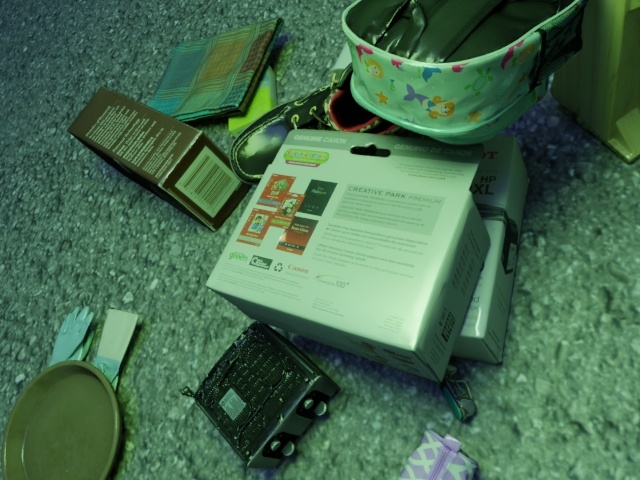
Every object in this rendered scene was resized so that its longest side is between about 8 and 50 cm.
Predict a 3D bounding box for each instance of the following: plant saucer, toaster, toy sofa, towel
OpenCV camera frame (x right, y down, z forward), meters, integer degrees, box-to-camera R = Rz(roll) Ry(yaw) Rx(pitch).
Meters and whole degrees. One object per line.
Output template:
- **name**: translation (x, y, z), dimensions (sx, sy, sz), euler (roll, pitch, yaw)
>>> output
- **plant saucer**: translation (-0.468, 0.360, 1.011), dimensions (0.277, 0.041, 0.278), euler (-9, 67, 21)
- **toaster**: translation (-0.090, 0.234, 0.859), dimensions (0.185, 0.110, 0.168), euler (35, 82, 37)
- **toy sofa**: translation (0.418, -0.279, 0.726), dimensions (0.150, 0.362, 0.177), euler (-36, 58, 5)
- **towel**: translation (-0.270, -0.394, 1.316), dimensions (0.370, 0.040, 0.272), euler (2, 64, 39)

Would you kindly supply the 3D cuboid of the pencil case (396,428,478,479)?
- **pencil case**: translation (0.119, 0.343, 0.702), dimensions (0.086, 0.088, 0.206), euler (24, 75, 33)

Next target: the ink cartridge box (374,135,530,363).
- **ink cartridge box**: translation (0.173, 0.005, 0.838), dimensions (0.223, 0.129, 0.308), euler (3, 65, 31)

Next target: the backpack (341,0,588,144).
- **backpack**: translation (0.154, -0.226, 0.645), dimensions (0.253, 0.191, 0.225), euler (-38, 54, -26)

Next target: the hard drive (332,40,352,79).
- **hard drive**: translation (0.196, -0.476, 1.151), dimensions (0.233, 0.047, 0.353), euler (14, 70, 32)

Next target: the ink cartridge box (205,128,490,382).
- **ink cartridge box**: translation (0.049, 0.001, 0.742), dimensions (0.309, 0.130, 0.272), euler (13, 68, 33)

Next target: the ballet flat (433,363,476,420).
- **ballet flat**: translation (0.183, 0.200, 0.786), dimensions (0.041, 0.041, 0.114), euler (-36, 53, 5)

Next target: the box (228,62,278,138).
- **box**: translation (-0.152, -0.318, 1.245), dimensions (0.109, 0.042, 0.178), euler (-18, 56, 18)

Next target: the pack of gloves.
- **pack of gloves**: translation (-0.453, 0.249, 1.096), dimensions (0.195, 0.046, 0.232), euler (6, 74, 26)

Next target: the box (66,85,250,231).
- **box**: translation (-0.349, -0.180, 1.179), dimensions (0.381, 0.191, 0.143), euler (30, 80, 37)

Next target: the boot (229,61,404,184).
- **boot**: translation (0.018, -0.197, 0.913), dimensions (0.377, 0.284, 0.138), euler (-19, 97, -2)
